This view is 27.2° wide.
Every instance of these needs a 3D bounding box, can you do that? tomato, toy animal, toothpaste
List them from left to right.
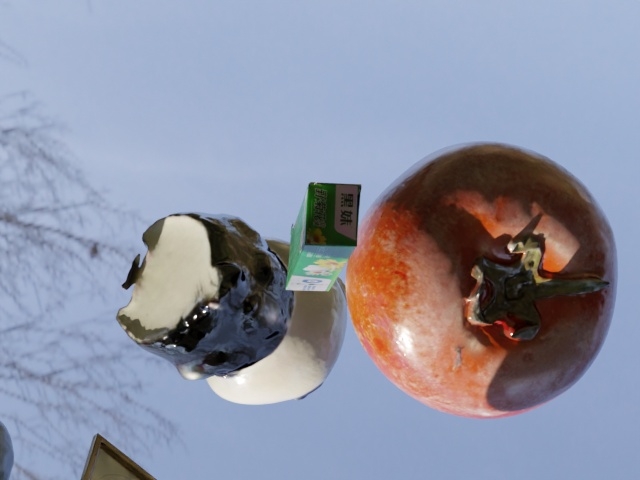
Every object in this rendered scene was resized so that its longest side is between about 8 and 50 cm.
[{"bbox_3d":[-0.101,0.084,1.604,0.212,0.267,0.212,-19,-123,32],"label":"toy animal"},{"bbox_3d":[0.000,0.000,0.917,0.037,0.178,0.043,2,-102,-5],"label":"toothpaste"},{"bbox_3d":[0.155,0.039,1.304,0.270,0.270,0.227,-18,-172,-15],"label":"tomato"}]

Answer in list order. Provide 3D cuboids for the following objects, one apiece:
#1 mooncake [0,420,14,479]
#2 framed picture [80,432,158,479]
[{"bbox_3d":[-0.451,0.252,1.565,0.175,0.168,0.104,14,-145,-10],"label":"mooncake"},{"bbox_3d":[-0.207,0.312,1.386,0.010,0.136,0.201,-33,-153,26],"label":"framed picture"}]
